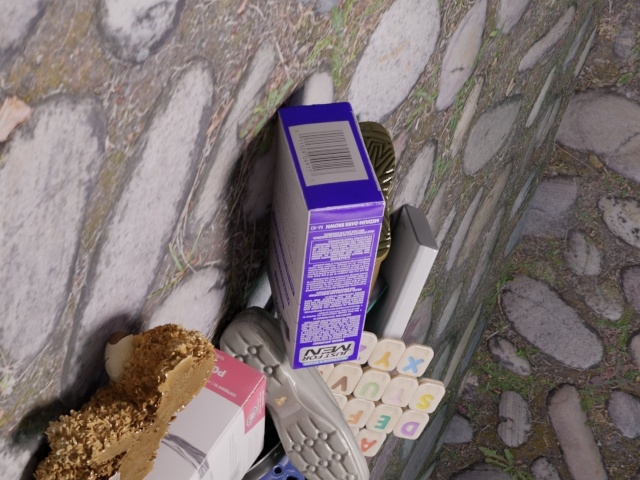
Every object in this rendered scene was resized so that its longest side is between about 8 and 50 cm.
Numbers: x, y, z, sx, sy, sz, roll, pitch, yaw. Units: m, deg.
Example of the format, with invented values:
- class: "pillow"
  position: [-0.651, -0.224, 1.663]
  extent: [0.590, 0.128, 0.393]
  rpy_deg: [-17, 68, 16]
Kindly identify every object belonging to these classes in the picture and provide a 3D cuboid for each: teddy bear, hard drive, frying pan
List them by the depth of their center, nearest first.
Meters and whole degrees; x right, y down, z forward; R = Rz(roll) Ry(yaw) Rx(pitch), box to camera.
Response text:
- class: "teddy bear"
  position: [-0.258, 0.233, 1.482]
  extent: [0.245, 0.113, 0.338]
  rpy_deg: [-18, 141, -58]
- class: "frying pan"
  position: [-0.138, 0.357, 1.913]
  extent: [0.197, 0.053, 0.326]
  rpy_deg: [-21, -157, 45]
- class: "hard drive"
  position: [0.124, 0.129, 2.393]
  extent: [0.233, 0.047, 0.353]
  rpy_deg: [-99, -151, -70]

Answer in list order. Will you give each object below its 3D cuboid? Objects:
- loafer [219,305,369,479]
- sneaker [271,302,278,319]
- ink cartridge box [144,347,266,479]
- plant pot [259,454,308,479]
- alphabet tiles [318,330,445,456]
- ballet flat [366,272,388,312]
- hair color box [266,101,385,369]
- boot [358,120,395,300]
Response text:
- class: "loafer"
  position: [-0.025, 0.233, 1.850]
  extent: [0.112, 0.319, 0.111]
  rpy_deg: [-26, -168, 26]
- class: "sneaker"
  position: [-0.034, 0.132, 2.011]
  extent: [0.226, 0.086, 0.163]
  rpy_deg: [-63, 168, -13]
- class: "ink cartridge box"
  position: [-0.195, 0.314, 1.735]
  extent: [0.283, 0.117, 0.207]
  rpy_deg: [-53, 161, -34]
- class: "plant pot"
  position: [-0.054, 0.501, 2.292]
  extent: [0.236, 0.212, 0.236]
  rpy_deg: [-53, 160, -32]
- class: "alphabet tiles"
  position: [0.078, 0.284, 2.292]
  extent: [0.021, 0.284, 0.278]
  rpy_deg: [-105, -145, -52]
- class: "ballet flat"
  position: [0.050, 0.132, 2.301]
  extent: [0.203, 0.074, 0.074]
  rpy_deg: [-58, 163, -25]
- class: "hair color box"
  position: [0.000, 0.000, 1.707]
  extent: [0.339, 0.110, 0.185]
  rpy_deg: [99, -20, -49]
- class: "boot"
  position: [0.058, -0.033, 2.000]
  extent: [0.269, 0.089, 0.236]
  rpy_deg: [100, -6, -73]
